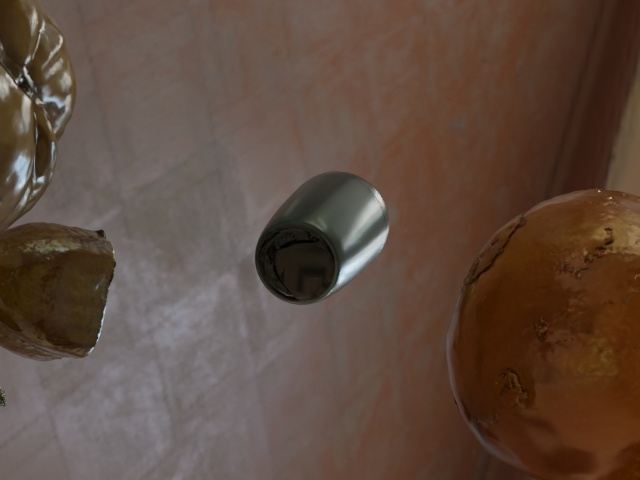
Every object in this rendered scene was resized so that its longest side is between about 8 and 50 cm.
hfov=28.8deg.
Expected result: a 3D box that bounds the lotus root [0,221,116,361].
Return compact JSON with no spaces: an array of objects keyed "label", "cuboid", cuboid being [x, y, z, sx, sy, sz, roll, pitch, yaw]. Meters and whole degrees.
[{"label":"lotus root","cuboid":[-0.405,0.059,1.691,0.180,0.199,0.188,19,71,-45]}]

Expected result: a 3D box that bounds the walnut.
[{"label":"walnut","cuboid":[-0.398,-0.120,1.106,0.306,0.344,0.306,36,48,-54]}]

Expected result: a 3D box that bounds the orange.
[{"label":"orange","cuboid":[0.217,0.081,1.001,0.246,0.246,0.246,-25,120,-52]}]

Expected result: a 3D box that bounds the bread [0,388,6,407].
[{"label":"bread","cuboid":[-0.481,0.183,1.615,0.069,0.128,0.140,-49,125,-41]}]

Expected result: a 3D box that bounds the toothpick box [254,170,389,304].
[{"label":"toothpick box","cuboid":[0.000,0.000,1.380,0.184,0.120,0.120,-47,139,-66]}]
